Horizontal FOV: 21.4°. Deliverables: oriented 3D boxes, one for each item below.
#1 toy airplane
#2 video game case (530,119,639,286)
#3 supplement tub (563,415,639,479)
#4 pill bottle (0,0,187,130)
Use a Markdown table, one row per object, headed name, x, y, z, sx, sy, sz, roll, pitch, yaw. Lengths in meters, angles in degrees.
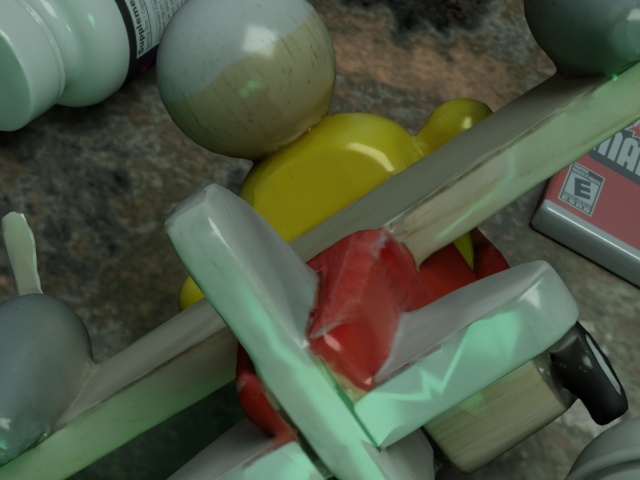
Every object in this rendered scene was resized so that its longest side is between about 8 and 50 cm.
| name | x | y | z | sx | sy | sz | roll | pitch | yaw |
| --- | --- | --- | --- | --- | --- | --- | --- | --- | --- |
| toy airplane | 0.000 | 0.000 | 0.762 | 0.386 | 0.384 | 0.272 | -23 | 79 | -32 |
| video game case | 0.273 | -0.063 | 1.151 | 0.204 | 0.025 | 0.285 | 29 | 50 | -2 |
| supplement tub | 0.146 | 0.260 | 0.732 | 0.241 | 0.241 | 0.331 | 33 | 50 | 2 |
| pill bottle | -0.130 | -0.144 | 0.984 | 0.108 | 0.108 | 0.193 | 42 | 52 | 9 |
